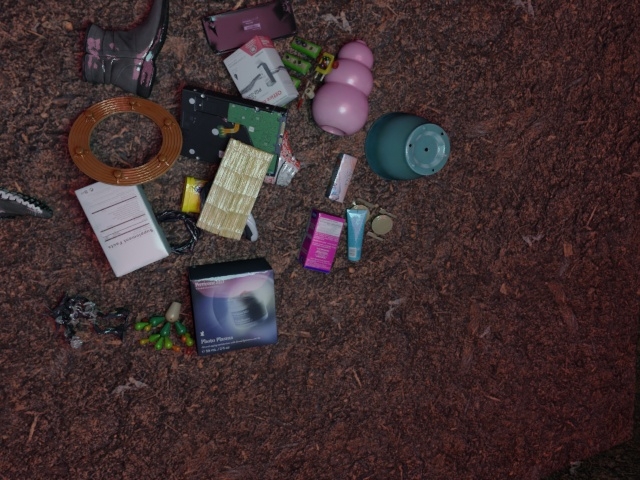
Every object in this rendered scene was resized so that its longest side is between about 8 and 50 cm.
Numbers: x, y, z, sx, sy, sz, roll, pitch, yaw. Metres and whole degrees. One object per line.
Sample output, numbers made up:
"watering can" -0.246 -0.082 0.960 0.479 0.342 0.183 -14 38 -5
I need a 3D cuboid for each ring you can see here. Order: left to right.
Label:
"ring" -0.607 -0.321 1.472 0.337 0.032 0.336 4 66 -9

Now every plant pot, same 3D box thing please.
"plant pot" 0.340 -0.347 1.770 0.272 0.255 0.271 -5 105 -17

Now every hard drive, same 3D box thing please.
"hard drive" -0.292 -0.360 1.567 0.339 0.064 0.236 12 125 -3

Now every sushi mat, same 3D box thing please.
"sushi mat" -0.283 -0.164 1.552 0.151 0.019 0.316 21 97 -22

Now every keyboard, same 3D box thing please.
"keyboard" -0.245 -0.762 1.591 0.317 0.033 0.201 -19 110 -14

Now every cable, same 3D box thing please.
"cable" -0.521 -0.033 1.669 0.185 0.047 0.150 24 97 -21

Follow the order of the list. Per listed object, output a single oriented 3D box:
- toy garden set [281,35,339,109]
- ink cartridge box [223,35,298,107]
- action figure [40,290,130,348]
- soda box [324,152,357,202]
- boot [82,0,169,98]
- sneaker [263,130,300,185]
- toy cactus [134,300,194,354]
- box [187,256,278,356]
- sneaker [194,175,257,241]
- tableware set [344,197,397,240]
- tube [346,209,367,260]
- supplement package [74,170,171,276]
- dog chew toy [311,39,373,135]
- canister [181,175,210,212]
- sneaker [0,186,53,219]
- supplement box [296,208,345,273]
"toy garden set" -0.074 -0.570 1.616 0.204 0.049 0.244 33 92 22
"ink cartridge box" -0.197 -0.540 1.567 0.159 0.092 0.217 -25 99 28
"action figure" -0.803 0.269 1.602 0.276 0.141 0.164 14 100 -25
"soda box" 0.079 -0.242 1.814 0.063 0.058 0.183 16 97 -22
"boot" -0.607 -0.633 1.460 0.223 0.118 0.338 16 94 -16
"sneaker" -0.136 -0.330 1.705 0.145 0.090 0.270 13 102 -22
"toy cactus" -0.555 0.316 1.725 0.219 0.112 0.180 20 73 -4
"box" -0.324 0.238 1.733 0.296 0.183 0.293 -7 104 -17
"sneaker" -0.328 -0.096 1.620 0.153 0.101 0.268 -27 108 -11
"tableware set" 0.200 -0.088 1.903 0.194 0.039 0.128 23 111 -17
"tube" 0.139 -0.023 1.881 0.080 0.052 0.207 -1 110 -9
"supplement package" -0.629 -0.055 1.532 0.175 0.177 0.292 -24 99 -12
"dog chew toy" 0.095 -0.547 1.675 0.207 0.207 0.331 18 89 -22
"canister" -0.397 -0.152 1.669 0.170 0.073 0.126 8 101 -22
"sneaker" -0.976 -0.103 1.486 0.234 0.078 0.106 23 98 -18
"supplement box" 0.000 0.000 1.819 0.114 0.111 0.220 15 98 -21
